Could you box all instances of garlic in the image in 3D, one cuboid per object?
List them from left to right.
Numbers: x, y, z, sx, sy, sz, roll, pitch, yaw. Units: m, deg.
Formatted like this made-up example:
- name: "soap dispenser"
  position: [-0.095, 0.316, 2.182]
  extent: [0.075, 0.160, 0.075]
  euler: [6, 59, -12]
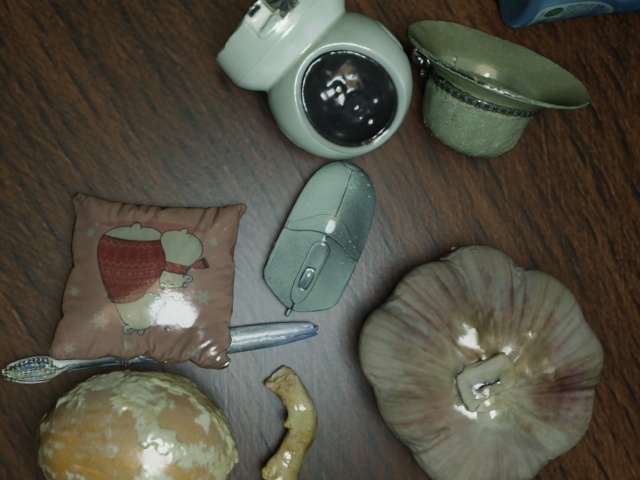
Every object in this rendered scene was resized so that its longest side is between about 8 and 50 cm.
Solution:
- name: "garlic"
  position: [0.209, 0.162, 1.093]
  extent: [0.322, 0.241, 0.322]
  euler: [2, 86, -29]

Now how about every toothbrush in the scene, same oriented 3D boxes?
- name: "toothbrush"
  position: [-0.205, 0.146, 1.121]
  extent: [0.413, 0.042, 0.035]
  euler: [-8, 89, -10]

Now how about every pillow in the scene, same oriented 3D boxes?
- name: "pillow"
  position: [-0.217, 0.049, 1.090]
  extent: [0.236, 0.084, 0.223]
  euler: [3, 76, -9]

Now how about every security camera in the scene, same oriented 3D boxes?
- name: "security camera"
  position: [0.006, -0.215, 1.086]
  extent: [0.194, 0.194, 0.236]
  euler: [-45, 100, -6]

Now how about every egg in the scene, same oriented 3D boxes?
- name: "egg"
  position: [-0.223, 0.257, 1.034]
  extent: [0.245, 0.203, 0.203]
  euler: [13, 87, -6]

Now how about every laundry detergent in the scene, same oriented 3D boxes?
- name: "laundry detergent"
  position: [0.397, -0.356, 1.162]
  extent: [0.290, 0.143, 0.094]
  euler: [-9, 88, -11]

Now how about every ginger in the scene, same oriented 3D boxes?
- name: "ginger"
  position: [-0.049, 0.312, 1.120]
  extent: [0.089, 0.075, 0.288]
  euler: [7, 85, -49]

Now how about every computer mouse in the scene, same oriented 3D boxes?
- name: "computer mouse"
  position: [0.001, -0.002, 1.135]
  extent: [0.113, 0.068, 0.229]
  euler: [23, 86, -5]

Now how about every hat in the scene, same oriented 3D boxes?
- name: "hat"
  position: [0.210, -0.182, 1.121]
  extent: [0.257, 0.257, 0.130]
  euler: [18, 118, -7]
